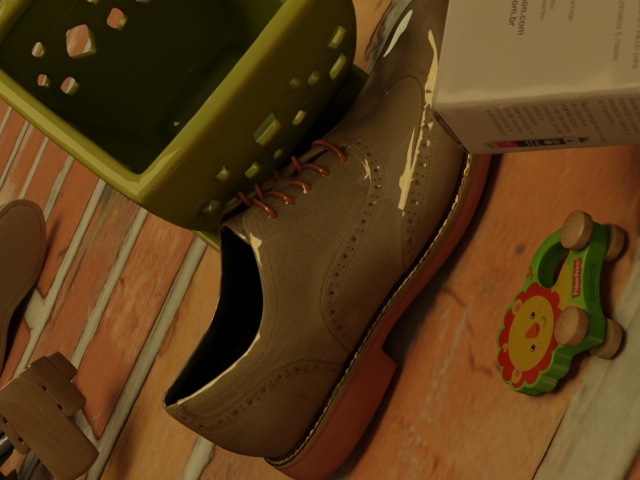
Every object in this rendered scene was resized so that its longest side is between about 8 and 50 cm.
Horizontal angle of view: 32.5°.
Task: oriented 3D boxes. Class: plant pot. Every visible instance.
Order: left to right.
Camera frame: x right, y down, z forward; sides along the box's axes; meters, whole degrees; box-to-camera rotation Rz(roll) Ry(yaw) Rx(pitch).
[{"bbox_3d":[-0.100,-0.133,0.886,0.228,0.207,0.227,37,85,28],"label":"plant pot"}]

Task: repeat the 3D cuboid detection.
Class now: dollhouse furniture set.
[{"bbox_3d":[-0.330,0.277,1.301,0.286,0.198,0.303,-40,1,7],"label":"dollhouse furniture set"}]

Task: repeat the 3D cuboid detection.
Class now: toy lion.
[{"bbox_3d":[0.141,0.043,0.672,0.096,0.034,0.100,-35,41,57],"label":"toy lion"}]

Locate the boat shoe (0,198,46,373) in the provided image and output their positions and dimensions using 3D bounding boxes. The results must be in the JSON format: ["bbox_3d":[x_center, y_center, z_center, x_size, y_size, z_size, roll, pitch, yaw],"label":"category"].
[{"bbox_3d":[-0.524,0.085,1.734,0.096,0.116,0.325,18,92,59],"label":"boat shoe"}]

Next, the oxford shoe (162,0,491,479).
[{"bbox_3d":[0.012,-0.020,0.815,0.140,0.146,0.397,14,81,65],"label":"oxford shoe"}]

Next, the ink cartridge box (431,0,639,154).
[{"bbox_3d":[0.239,-0.209,0.586,0.330,0.071,0.324,0,67,30],"label":"ink cartridge box"}]

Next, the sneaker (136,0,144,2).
[{"bbox_3d":[-0.187,-0.498,1.566,0.350,0.131,0.148,-58,21,5],"label":"sneaker"}]
